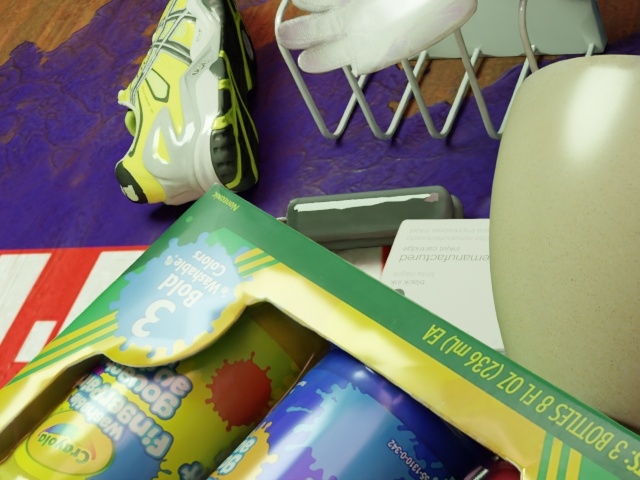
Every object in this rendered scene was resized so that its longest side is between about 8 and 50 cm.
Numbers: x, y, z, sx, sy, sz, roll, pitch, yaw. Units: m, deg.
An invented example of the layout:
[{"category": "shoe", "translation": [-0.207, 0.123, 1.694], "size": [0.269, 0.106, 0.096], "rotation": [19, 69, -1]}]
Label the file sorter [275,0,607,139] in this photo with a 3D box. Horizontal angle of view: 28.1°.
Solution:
[{"category": "file sorter", "translation": [0.119, -0.212, 1.298], "size": [0.278, 0.193, 0.173], "rotation": [3, 51, 29]}]

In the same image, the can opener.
[{"category": "can opener", "translation": [0.000, 0.000, 1.236], "size": [0.280, 0.074, 0.093], "rotation": [-9, 77, 21]}]

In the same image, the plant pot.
[{"category": "plant pot", "translation": [0.222, 0.040, 0.801], "size": [0.284, 0.284, 0.191], "rotation": [13, 74, 37]}]

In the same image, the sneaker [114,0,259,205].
[{"category": "sneaker", "translation": [-0.158, -0.192, 1.454], "size": [0.147, 0.145, 0.384], "rotation": [-15, 40, 11]}]

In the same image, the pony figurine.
[{"category": "pony figurine", "translation": [0.108, -0.345, 1.115], "size": [0.351, 0.303, 0.363], "rotation": [-12, 32, 19]}]

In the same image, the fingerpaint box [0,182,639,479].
[{"category": "fingerpaint box", "translation": [-0.032, 0.210, 0.773], "size": [0.371, 0.163, 0.445], "rotation": [-45, 48, -15]}]

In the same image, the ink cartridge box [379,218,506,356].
[{"category": "ink cartridge box", "translation": [0.133, 0.121, 0.985], "size": [0.207, 0.117, 0.283], "rotation": [0, 46, 26]}]
